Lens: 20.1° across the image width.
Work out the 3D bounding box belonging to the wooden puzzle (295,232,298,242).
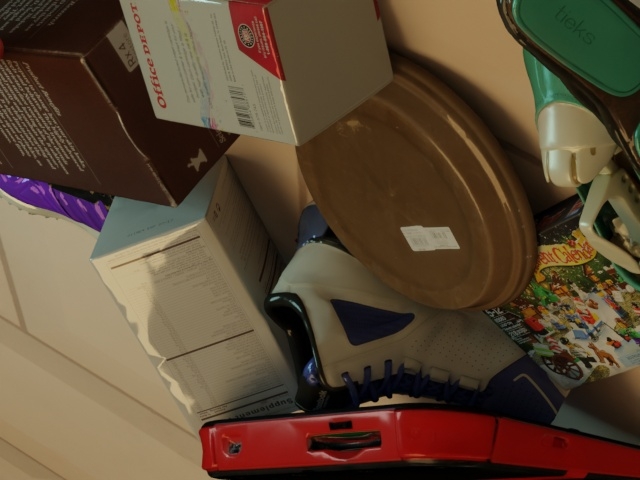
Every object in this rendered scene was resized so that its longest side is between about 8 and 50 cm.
[{"bbox_3d":[0.000,0.000,1.848,0.049,0.006,0.083,36,153,5],"label":"wooden puzzle"}]

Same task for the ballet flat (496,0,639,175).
[{"bbox_3d":[0.230,-0.116,1.282,0.280,0.095,0.096,45,-166,-21],"label":"ballet flat"}]

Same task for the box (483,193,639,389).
[{"bbox_3d":[0.231,0.046,1.588,0.159,0.044,0.233,43,153,-8],"label":"box"}]

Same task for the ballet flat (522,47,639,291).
[{"bbox_3d":[0.221,-0.053,1.398,0.083,0.087,0.247,-5,131,47],"label":"ballet flat"}]

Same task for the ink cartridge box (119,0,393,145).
[{"bbox_3d":[-0.054,-0.171,1.490,0.176,0.127,0.128,14,130,40],"label":"ink cartridge box"}]

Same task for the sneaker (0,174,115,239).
[{"bbox_3d":[-0.244,-0.071,1.955,0.293,0.102,0.146,31,148,5],"label":"sneaker"}]

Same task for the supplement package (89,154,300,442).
[{"bbox_3d":[-0.111,0.062,1.856,0.139,0.134,0.244,-19,117,17],"label":"supplement package"}]

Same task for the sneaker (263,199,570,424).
[{"bbox_3d":[0.071,0.117,1.744,0.315,0.182,0.127,34,154,6],"label":"sneaker"}]

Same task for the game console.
[{"bbox_3d":[0.106,0.211,1.777,0.342,0.060,0.386,11,166,-40],"label":"game console"}]

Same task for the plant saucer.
[{"bbox_3d":[0.073,-0.045,1.595,0.278,0.041,0.278,35,147,26],"label":"plant saucer"}]

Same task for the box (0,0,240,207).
[{"bbox_3d":[-0.270,-0.165,1.787,0.381,0.143,0.191,13,143,43],"label":"box"}]

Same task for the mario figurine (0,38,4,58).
[{"bbox_3d":[-0.378,-0.258,1.589,0.198,0.170,0.321,-176,81,-88],"label":"mario figurine"}]
